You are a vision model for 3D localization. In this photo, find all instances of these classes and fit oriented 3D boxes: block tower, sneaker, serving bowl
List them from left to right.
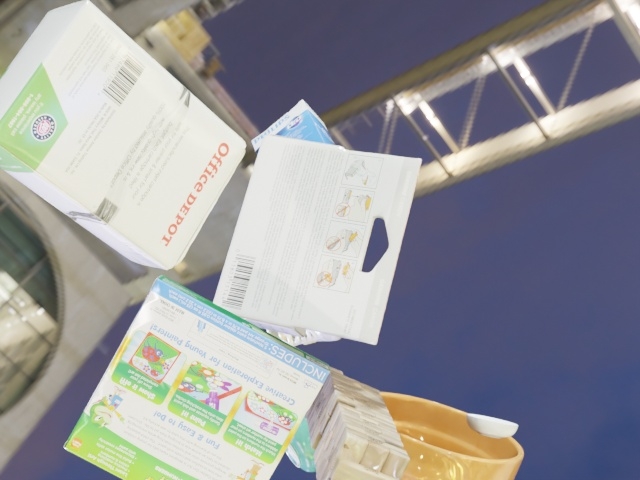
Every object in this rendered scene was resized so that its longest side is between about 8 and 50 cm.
[{"bbox_3d":[-0.025,0.158,1.693,0.092,0.087,0.228,-30,-174,-23],"label":"sneaker"},{"bbox_3d":[0.045,0.276,1.298,0.335,0.097,0.091,-121,-125,-80],"label":"block tower"},{"bbox_3d":[0.275,0.302,1.485,0.083,0.083,0.027,4,-99,62],"label":"serving bowl"}]

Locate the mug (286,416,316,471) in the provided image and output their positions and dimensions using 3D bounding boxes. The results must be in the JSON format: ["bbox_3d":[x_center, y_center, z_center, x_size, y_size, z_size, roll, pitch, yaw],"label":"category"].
[{"bbox_3d":[-0.020,0.437,1.996,0.097,0.129,0.158,-28,-175,-21],"label":"mug"}]

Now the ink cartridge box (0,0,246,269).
[{"bbox_3d":[-0.203,-0.095,0.894,0.092,0.219,0.160,7,-118,50],"label":"ink cartridge box"}]

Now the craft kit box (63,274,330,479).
[{"bbox_3d":[-0.153,0.210,1.166,0.247,0.250,0.061,-60,-176,0],"label":"craft kit box"}]

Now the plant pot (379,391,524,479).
[{"bbox_3d":[0.172,0.401,1.542,0.291,0.290,0.203,-153,-103,-68],"label":"plant pot"}]

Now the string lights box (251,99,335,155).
[{"bbox_3d":[-0.033,-0.140,1.699,0.133,0.077,0.260,-38,-143,12],"label":"string lights box"}]

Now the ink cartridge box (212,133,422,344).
[{"bbox_3d":[0.000,0.000,1.397,0.261,0.066,0.296,11,-106,17],"label":"ink cartridge box"}]
